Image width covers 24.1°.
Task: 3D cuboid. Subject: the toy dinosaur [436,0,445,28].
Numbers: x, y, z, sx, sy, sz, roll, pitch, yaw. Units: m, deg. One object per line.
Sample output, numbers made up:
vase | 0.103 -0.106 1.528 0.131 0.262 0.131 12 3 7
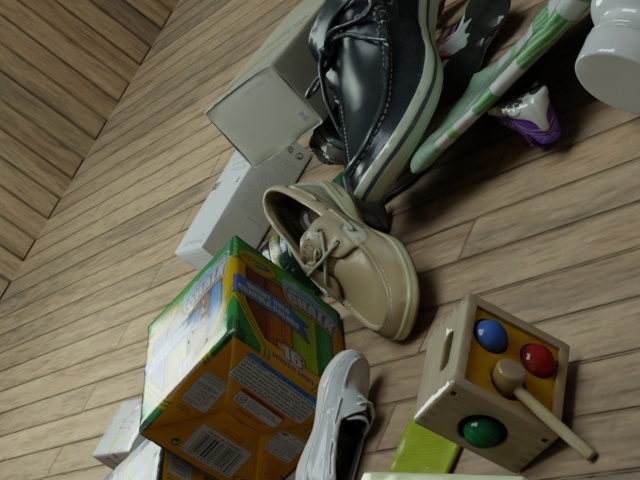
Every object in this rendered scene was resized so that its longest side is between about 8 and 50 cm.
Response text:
toy dinosaur | 0.167 -0.351 2.199 0.211 0.064 0.112 -33 27 44

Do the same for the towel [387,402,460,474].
towel | 0.113 0.187 1.488 0.102 0.021 0.237 -21 37 57

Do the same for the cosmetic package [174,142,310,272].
cosmetic package | -0.121 -0.057 2.321 0.231 0.085 0.117 -59 20 -20

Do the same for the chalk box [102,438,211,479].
chalk box | -0.199 0.342 1.768 0.213 0.132 0.132 -45 22 23

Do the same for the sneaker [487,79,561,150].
sneaker | 0.235 -0.135 1.697 0.068 0.071 0.170 -30 8 7

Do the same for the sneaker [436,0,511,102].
sneaker | 0.197 -0.260 2.002 0.178 0.072 0.077 -51 -3 12

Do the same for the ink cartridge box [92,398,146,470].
ink cartridge box | -0.219 0.269 1.987 0.143 0.092 0.090 -17 40 57

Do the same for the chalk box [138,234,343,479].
chalk box | -0.091 0.134 1.797 0.179 0.180 0.289 -46 22 20

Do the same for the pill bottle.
pill bottle | 0.349 -0.249 1.523 0.131 0.131 0.229 -13 45 61

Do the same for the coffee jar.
coffee jar | 0.000 0.000 1.950 0.184 0.079 0.096 -43 43 29

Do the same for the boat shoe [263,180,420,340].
boat shoe | 0.019 0.019 1.756 0.302 0.098 0.109 53 131 51

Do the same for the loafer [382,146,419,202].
loafer | 0.089 -0.084 1.961 0.125 0.039 0.045 -41 23 31

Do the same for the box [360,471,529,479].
box | 0.091 0.306 1.199 0.243 0.117 0.213 -15 42 61

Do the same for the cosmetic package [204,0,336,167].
cosmetic package | -0.019 -0.256 2.148 0.160 0.113 0.309 -31 17 41

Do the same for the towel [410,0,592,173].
towel | 0.241 -0.231 1.731 0.325 0.038 0.248 -45 3 41

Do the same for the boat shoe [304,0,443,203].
boat shoe | 0.062 -0.240 1.939 0.500 0.156 0.187 -84 21 -44

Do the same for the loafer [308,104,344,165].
loafer | 0.027 -0.144 2.158 0.267 0.096 0.084 -91 22 -70

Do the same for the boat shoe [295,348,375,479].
boat shoe | 0.027 0.196 1.610 0.063 0.066 0.184 -13 40 40

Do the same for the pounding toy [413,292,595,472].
pounding toy | 0.167 0.134 1.326 0.100 0.130 0.141 -52 16 43
